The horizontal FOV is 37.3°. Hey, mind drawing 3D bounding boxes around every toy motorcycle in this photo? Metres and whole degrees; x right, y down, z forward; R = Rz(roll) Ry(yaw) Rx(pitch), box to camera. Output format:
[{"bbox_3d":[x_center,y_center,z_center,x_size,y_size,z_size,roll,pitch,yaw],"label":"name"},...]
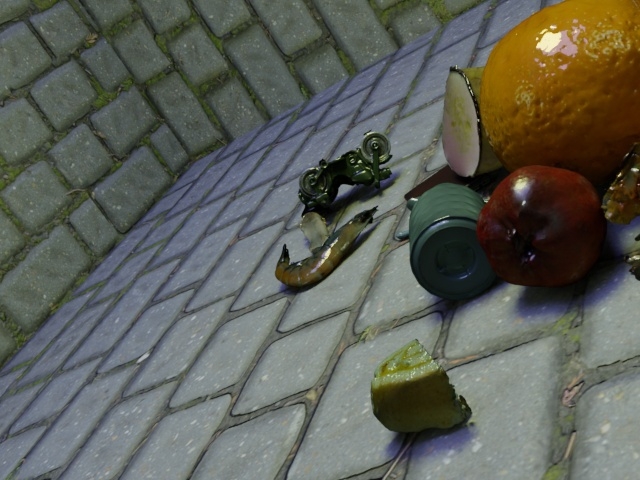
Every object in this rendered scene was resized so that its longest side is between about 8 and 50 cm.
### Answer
[{"bbox_3d":[0.058,-0.148,2.293,0.275,0.127,0.205,-28,-6,5],"label":"toy motorcycle"}]

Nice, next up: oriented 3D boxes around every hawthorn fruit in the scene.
[{"bbox_3d":[0.329,-0.023,1.366,0.185,0.185,0.202,-21,4,37],"label":"hawthorn fruit"}]

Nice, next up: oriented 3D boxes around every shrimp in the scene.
[{"bbox_3d":[0.000,0.000,2.049,0.262,0.051,0.198,-46,32,-19],"label":"shrimp"}]

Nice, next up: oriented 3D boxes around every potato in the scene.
[{"bbox_3d":[0.387,-0.254,1.869,0.266,0.229,0.229,-11,13,-11],"label":"potato"}]

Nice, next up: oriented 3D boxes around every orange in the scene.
[{"bbox_3d":[0.413,-0.238,1.494,0.341,0.293,0.340,-25,-9,-5],"label":"orange"}]

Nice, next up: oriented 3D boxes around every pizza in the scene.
[{"bbox_3d":[0.463,-0.099,1.273,0.229,0.081,0.289,-44,-20,-13],"label":"pizza"}]

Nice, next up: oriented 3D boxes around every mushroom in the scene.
[{"bbox_3d":[-0.008,-0.013,2.174,0.059,0.054,0.202,-38,21,5],"label":"mushroom"}]

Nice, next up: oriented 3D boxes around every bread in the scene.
[{"bbox_3d":[0.118,0.199,1.235,0.110,0.103,0.156,-30,10,-4],"label":"bread"}]

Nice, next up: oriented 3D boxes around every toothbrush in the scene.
[{"bbox_3d":[0.236,-0.039,1.821,0.219,0.019,0.016,-21,26,38],"label":"toothbrush"}]

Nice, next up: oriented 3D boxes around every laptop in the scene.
[{"bbox_3d":[0.259,-0.107,1.965,0.154,0.026,0.207,-36,16,1],"label":"laptop"}]

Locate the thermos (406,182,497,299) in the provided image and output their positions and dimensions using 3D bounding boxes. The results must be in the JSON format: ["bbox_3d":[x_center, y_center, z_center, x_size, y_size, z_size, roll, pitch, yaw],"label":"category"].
[{"bbox_3d":[0.234,-0.021,1.585,0.182,0.145,0.286,1,22,5],"label":"thermos"}]

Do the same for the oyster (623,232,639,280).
[{"bbox_3d":[0.527,-0.056,1.208,0.354,0.107,0.201,-44,-14,-11],"label":"oyster"}]
